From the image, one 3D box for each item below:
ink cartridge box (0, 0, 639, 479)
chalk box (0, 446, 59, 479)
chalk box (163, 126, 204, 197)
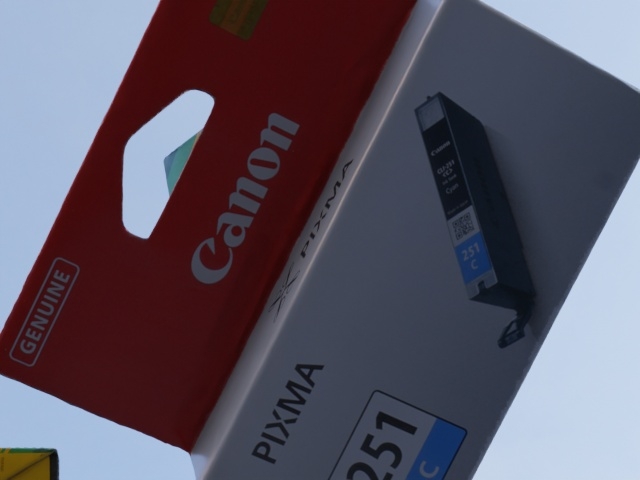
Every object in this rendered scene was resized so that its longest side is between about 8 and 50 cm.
[{"bbox_3d":[0.000,0.000,0.607,0.261,0.066,0.296,25,-86,-13],"label":"ink cartridge box"},{"bbox_3d":[-0.252,0.245,0.771,0.132,0.132,0.213,3,-38,-16],"label":"chalk box"},{"bbox_3d":[0.010,0.012,0.871,0.180,0.289,0.179,-36,-57,10],"label":"chalk box"}]
